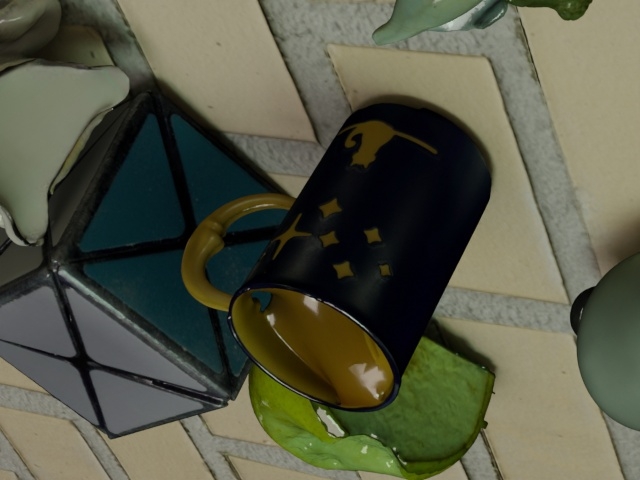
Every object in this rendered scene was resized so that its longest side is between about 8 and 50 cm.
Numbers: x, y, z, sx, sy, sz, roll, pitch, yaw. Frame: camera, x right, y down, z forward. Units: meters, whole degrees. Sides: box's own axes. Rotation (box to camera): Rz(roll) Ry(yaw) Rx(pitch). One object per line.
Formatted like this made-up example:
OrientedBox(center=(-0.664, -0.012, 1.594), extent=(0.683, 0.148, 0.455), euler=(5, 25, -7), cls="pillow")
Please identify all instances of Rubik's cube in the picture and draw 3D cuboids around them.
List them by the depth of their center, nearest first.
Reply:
OrientedBox(center=(-0.199, 0.034, 1.928), extent=(0.259, 0.260, 0.255), euler=(37, 148, -22), cls="Rubik's cube")

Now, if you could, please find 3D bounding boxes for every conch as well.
OrientedBox(center=(0.114, -0.217, 1.538), extent=(0.180, 0.088, 0.065), euler=(-39, 64, 43), cls="conch")

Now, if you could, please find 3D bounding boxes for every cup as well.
OrientedBox(center=(0.008, -0.009, 1.713), extent=(0.255, 0.256, 0.178), euler=(25, 147, 6), cls="cup")

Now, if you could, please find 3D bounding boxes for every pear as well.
OrientedBox(center=(0.016, 0.170, 2.014), extent=(0.292, 0.159, 0.292), euler=(19, 161, 7), cls="pear")

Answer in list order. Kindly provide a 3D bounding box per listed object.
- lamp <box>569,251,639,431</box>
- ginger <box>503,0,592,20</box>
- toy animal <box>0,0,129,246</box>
OrientedBox(center=(0.349, 0.120, 1.676), extent=(0.244, 0.197, 0.197), euler=(56, 144, -2), cls="lamp")
OrientedBox(center=(0.118, -0.264, 1.434), extent=(0.290, 0.089, 0.137), euler=(27, 108, 14), cls="ginger")
OrientedBox(center=(-0.347, -0.119, 1.852), extent=(0.174, 0.249, 0.289), euler=(37, 148, -28), cls="toy animal")
